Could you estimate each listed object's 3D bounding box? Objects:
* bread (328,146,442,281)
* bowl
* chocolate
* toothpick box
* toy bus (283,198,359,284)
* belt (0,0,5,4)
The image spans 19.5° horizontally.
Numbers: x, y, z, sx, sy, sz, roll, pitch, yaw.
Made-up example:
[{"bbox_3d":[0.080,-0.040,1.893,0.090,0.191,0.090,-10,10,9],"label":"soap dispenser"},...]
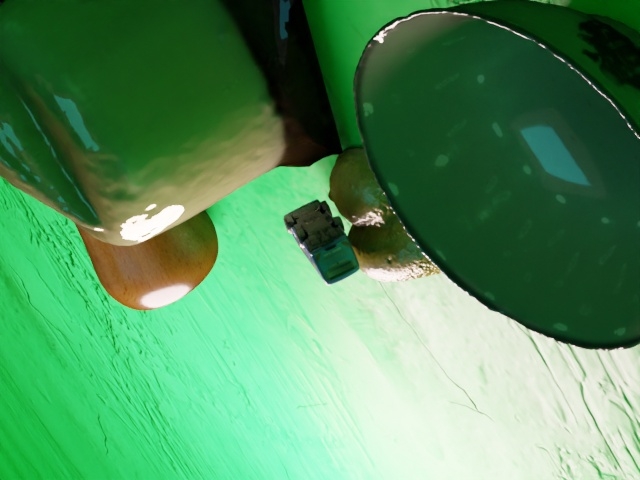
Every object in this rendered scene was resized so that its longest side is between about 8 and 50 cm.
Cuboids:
[{"bbox_3d":[0.068,-0.020,1.917,0.187,0.065,0.149,13,130,51],"label":"bread"},{"bbox_3d":[0.203,-0.087,1.548,0.337,0.157,0.337,33,148,24],"label":"bowl"},{"bbox_3d":[-0.191,-0.140,1.890,0.326,0.297,0.314,26,149,33],"label":"chocolate"},{"bbox_3d":[-0.246,-0.066,2.166,0.192,0.192,0.294,10,139,48],"label":"toothpick box"},{"bbox_3d":[0.000,0.000,1.951,0.153,0.051,0.061,-129,16,-73],"label":"toy bus"},{"bbox_3d":[-0.362,-0.317,2.077,0.201,0.124,0.128,38,131,7],"label":"belt"}]
